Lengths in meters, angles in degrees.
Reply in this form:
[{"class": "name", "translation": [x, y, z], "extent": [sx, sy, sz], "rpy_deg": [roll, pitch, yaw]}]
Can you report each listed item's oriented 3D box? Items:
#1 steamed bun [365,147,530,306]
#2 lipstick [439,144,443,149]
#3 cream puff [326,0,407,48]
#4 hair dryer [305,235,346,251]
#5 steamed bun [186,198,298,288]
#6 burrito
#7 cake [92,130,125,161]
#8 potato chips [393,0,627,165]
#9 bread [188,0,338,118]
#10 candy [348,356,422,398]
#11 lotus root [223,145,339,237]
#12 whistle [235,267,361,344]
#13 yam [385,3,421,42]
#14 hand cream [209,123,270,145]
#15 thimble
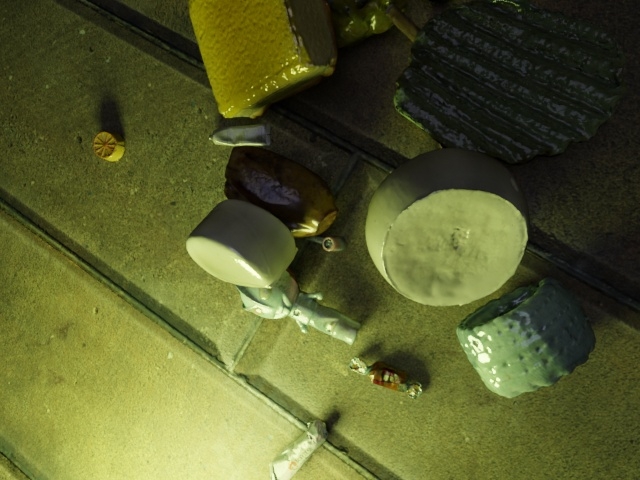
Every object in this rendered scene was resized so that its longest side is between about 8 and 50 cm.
[{"class": "steamed bun", "translation": [0.251, -0.032, 0.884], "extent": [0.325, 0.206, 0.324], "rpy_deg": [2, 122, 3]}, {"class": "lipstick", "translation": [0.391, -0.241, 0.940], "extent": [0.255, 0.070, 0.070], "rpy_deg": [-19, 86, 15]}, {"class": "cream puff", "translation": [0.070, -0.586, 0.966], "extent": [0.282, 0.185, 0.281], "rpy_deg": [-1, 88, 17]}, {"class": "hair dryer", "translation": [0.000, 0.000, 1.058], "extent": [0.115, 0.063, 0.037], "rpy_deg": [14, 96, 29]}, {"class": "steamed bun", "translation": [-0.185, 0.003, 0.958], "extent": [0.242, 0.164, 0.146], "rpy_deg": [3, 49, 45]}, {"class": "burrito", "translation": [-0.056, 0.525, 1.074], "extent": [0.064, 0.064, 0.203], "rpy_deg": [42, 102, 11]}, {"class": "cake", "translation": [-0.594, -0.266, 1.216], "extent": [0.084, 0.044, 0.083], "rpy_deg": [1, 92, 15]}, {"class": "potato chips", "translation": [0.369, -0.325, 0.884], "extent": [0.429, 0.070, 0.358], "rpy_deg": [35, 90, 17]}, {"class": "bread", "translation": [-0.139, -0.475, 0.975], "extent": [0.333, 0.143, 0.323], "rpy_deg": [-9, 98, 44]}, {"class": "candy", "translation": [0.153, 0.322, 1.022], "extent": [0.182, 0.046, 0.053], "rpy_deg": [20, 97, 12]}, {"class": "lotus root", "translation": [-0.099, -0.104, 1.021], "extent": [0.291, 0.193, 0.193], "rpy_deg": [27, 97, 10]}, {"class": "whistle", "translation": [-0.068, 0.148, 1.048], "extent": [0.347, 0.134, 0.142], "rpy_deg": [25, 94, 4]}, {"class": "yam", "translation": [0.201, -0.471, 0.967], "extent": [0.032, 0.145, 0.032], "rpy_deg": [-33, 43, 38]}, {"class": "hand cream", "translation": [-0.210, -0.272, 1.125], "extent": [0.165, 0.037, 0.057], "rpy_deg": [-1, 90, 8]}, {"class": "thimble", "translation": [0.417, 0.192, 0.869], "extent": [0.250, 0.205, 0.171], "rpy_deg": [-30, 83, -5]}]
